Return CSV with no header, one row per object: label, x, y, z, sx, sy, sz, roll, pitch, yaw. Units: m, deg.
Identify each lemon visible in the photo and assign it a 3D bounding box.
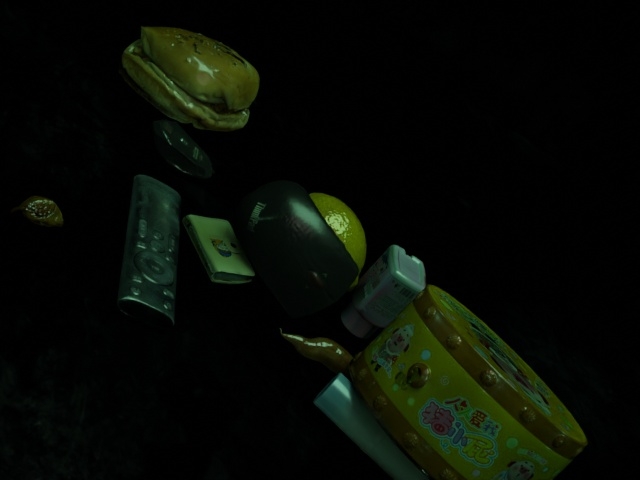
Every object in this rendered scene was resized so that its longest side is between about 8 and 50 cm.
lemon,0.000,0.000,2.012,0.244,0.187,0.187,55,29,8

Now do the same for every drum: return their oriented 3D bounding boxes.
drum,0.273,0.295,1.783,0.431,0.214,0.431,41,10,-9

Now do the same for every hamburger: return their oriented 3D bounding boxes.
hamburger,-0.297,-0.381,2.226,0.284,0.174,0.304,36,18,16

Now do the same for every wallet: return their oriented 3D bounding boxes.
wallet,-0.199,0.019,1.881,0.110,0.039,0.155,8,41,-42

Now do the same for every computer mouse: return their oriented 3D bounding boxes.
computer mouse,-0.299,-0.187,2.046,0.172,0.057,0.099,43,22,-23
computer mouse,-0.053,0.014,1.871,0.269,0.170,0.100,55,6,-6

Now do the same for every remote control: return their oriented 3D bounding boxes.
remote control,-0.305,0.010,1.750,0.107,0.044,0.377,25,30,-22

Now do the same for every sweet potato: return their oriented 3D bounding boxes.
sweet potato,0.002,0.211,1.841,0.195,0.056,0.056,26,30,-20

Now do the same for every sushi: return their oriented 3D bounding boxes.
sushi,-0.468,-0.048,1.617,0.099,0.047,0.050,31,70,-44

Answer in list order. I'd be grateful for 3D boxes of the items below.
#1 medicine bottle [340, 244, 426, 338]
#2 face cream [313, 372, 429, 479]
medicine bottle,0.128,0.114,1.997,0.094,0.188,0.119,32,28,-17
face cream,0.101,0.349,1.731,0.250,0.077,0.077,44,27,2
